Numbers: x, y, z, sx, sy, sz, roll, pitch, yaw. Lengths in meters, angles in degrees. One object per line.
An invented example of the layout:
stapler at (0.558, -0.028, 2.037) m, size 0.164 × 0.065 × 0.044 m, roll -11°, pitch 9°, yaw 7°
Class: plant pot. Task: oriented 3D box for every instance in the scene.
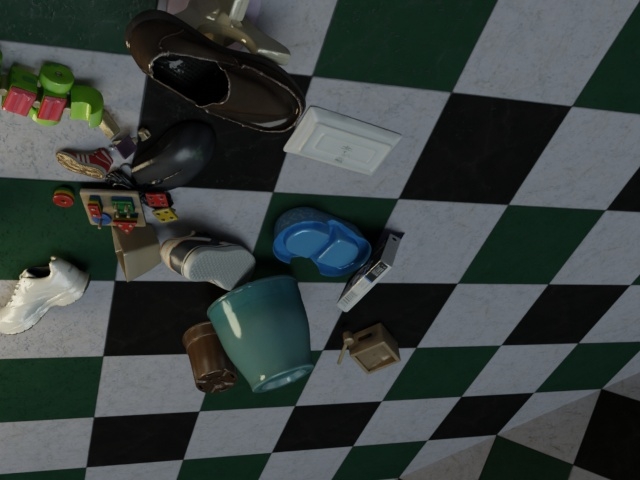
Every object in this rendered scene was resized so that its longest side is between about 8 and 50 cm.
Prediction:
plant pot at (-0.321, 0.355, 2.228) m, size 0.166 × 0.165 × 0.167 m, roll -10°, pitch 141°, yaw -8°
plant pot at (-0.143, 0.269, 2.058) m, size 0.271 × 0.255 × 0.272 m, roll -21°, pitch 160°, yaw -8°
plant pot at (-0.452, 0.020, 1.847) m, size 0.096 × 0.109 × 0.109 m, roll -16°, pitch 142°, yaw -21°

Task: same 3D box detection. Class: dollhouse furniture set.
dollhouse furniture set at (-0.446, -0.244, 1.615) m, size 0.081 × 0.091 × 0.114 m, roll 1°, pitch 133°, yaw 47°

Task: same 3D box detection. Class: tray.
tray at (0.058, -0.228, 1.796) m, size 0.270 × 0.030 × 0.145 m, roll 12°, pitch 133°, yaw -31°

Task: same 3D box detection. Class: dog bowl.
dog bowl at (0.000, 0.000, 2.004) m, size 0.297 × 0.074 × 0.166 m, roll 19°, pitch 128°, yaw -36°

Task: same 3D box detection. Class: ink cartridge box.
ink cartridge box at (0.142, 0.078, 2.084) m, size 0.045 × 0.208 × 0.206 m, roll 39°, pitch 121°, yaw -4°

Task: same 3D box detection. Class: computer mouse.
computer mouse at (-0.340, -0.159, 1.699) m, size 0.272 × 0.072 × 0.188 m, roll -38°, pitch 135°, yaw 24°

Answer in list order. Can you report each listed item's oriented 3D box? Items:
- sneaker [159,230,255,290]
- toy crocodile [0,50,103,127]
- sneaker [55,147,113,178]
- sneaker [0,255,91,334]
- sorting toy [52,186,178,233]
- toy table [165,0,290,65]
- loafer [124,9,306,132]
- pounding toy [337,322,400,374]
sneaker at (-0.287, 0.046, 1.928) m, size 0.126 × 0.127 × 0.321 m, roll -63°, pitch 156°, yaw 1°
toy crocodile at (-0.589, -0.289, 1.434) m, size 0.340 × 0.105 × 0.115 m, roll 12°, pitch 132°, yaw -30°
sneaker at (-0.517, -0.180, 1.644) m, size 0.118 × 0.067 × 0.042 m, roll 21°, pitch 137°, yaw 2°
sneaker at (-0.730, 0.132, 1.895) m, size 0.297 × 0.111 × 0.129 m, roll -32°, pitch 123°, yaw 11°
sorting toy at (-0.476, -0.062, 1.744) m, size 0.274 × 0.046 × 0.132 m, roll 2°, pitch 147°, yaw -3°
toy table at (-0.191, -0.403, 1.405) m, size 0.252 × 0.161 × 0.274 m, roll -3°, pitch 137°, yaw -17°
loafer at (-0.179, -0.269, 1.332) m, size 0.365 × 0.130 × 0.134 m, roll 18°, pitch 128°, yaw -34°
pounding toy at (0.133, 0.340, 2.436) m, size 0.181 × 0.094 × 0.206 m, roll -25°, pitch 131°, yaw 17°
